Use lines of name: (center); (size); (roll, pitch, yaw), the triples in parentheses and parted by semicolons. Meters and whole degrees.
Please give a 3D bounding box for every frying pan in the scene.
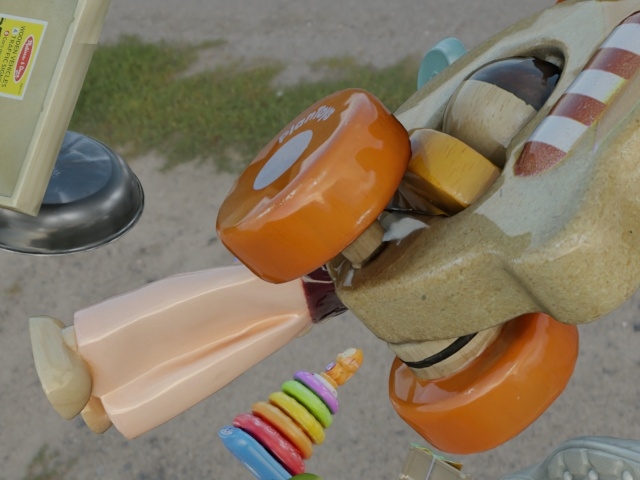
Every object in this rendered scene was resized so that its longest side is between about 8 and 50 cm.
frying pan: (-0.335, -0.051, 1.017); (0.326, 0.053, 0.197); (-4, 40, -22)

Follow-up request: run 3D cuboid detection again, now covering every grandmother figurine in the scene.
grandmother figurine: (-0.013, 0.031, 0.713); (0.342, 0.208, 0.104); (-23, 80, -2)

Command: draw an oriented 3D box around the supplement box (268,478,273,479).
supplement box: (-0.055, 0.359, 1.210); (0.081, 0.104, 0.188); (-17, 5, -17)

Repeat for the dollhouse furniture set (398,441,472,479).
dollhouse furniture set: (0.130, 0.289, 1.194); (0.076, 0.151, 0.058); (27, 34, 20)

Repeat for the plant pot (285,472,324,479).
plant pot: (-0.067, 0.452, 1.431); (0.207, 0.227, 0.228); (-28, -11, 12)

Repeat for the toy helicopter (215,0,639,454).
toy helicopter: (0.137, -0.070, 0.381); (0.355, 0.140, 0.235); (-23, 28, 47)

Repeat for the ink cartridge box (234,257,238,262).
ink cartridge box: (0.000, 0.000, 1.457); (0.186, 0.065, 0.311); (1, 6, 17)

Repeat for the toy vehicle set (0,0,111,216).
toy vehicle set: (-0.293, -0.167, 0.946); (0.166, 0.035, 0.266); (15, 83, 21)

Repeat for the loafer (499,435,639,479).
loafer: (0.243, 0.216, 0.872); (0.112, 0.112, 0.319); (-11, -12, -15)

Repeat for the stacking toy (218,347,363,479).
stacking toy: (-0.027, 0.305, 1.892); (0.302, 0.166, 0.175); (-46, 10, -17)

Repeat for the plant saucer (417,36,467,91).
plant saucer: (0.160, -0.212, 1.378); (0.021, 0.119, 0.119); (-1, 28, -25)
